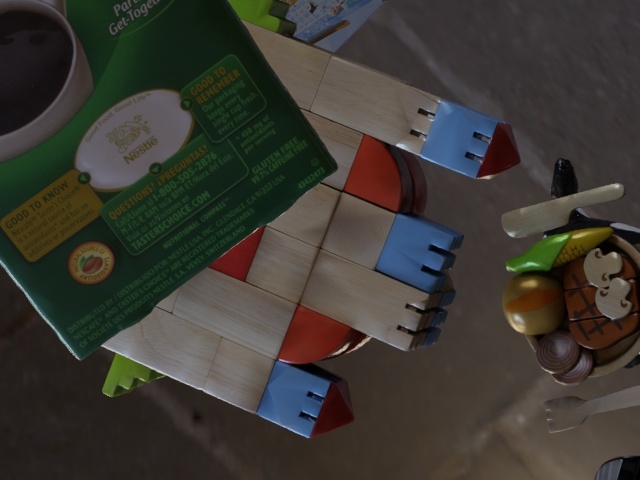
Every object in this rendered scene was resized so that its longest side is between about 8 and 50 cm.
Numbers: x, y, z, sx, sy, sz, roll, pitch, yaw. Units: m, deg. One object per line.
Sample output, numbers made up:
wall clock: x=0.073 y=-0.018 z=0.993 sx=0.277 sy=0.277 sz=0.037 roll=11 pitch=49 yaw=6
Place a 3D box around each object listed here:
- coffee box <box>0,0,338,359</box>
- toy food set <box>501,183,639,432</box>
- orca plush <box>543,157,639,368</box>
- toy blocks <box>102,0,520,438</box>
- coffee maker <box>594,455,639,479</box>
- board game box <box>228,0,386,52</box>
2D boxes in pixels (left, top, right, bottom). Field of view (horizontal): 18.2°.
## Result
coffee box: x=-0.087 y=-0.063 z=0.635 sx=0.113 sy=0.040 sz=0.184 roll=-37 pitch=120 yaw=-2
toy food set: x=0.214 y=0.053 z=1.652 sx=0.132 sy=0.038 sz=0.192 roll=-18 pitch=78 yaw=28
orca plush: x=0.252 y=0.007 z=1.754 sx=0.102 sy=0.287 sz=0.151 roll=32 pitch=112 yaw=-33
toy blocks: x=0.000 y=0.000 z=1.606 sx=0.261 sy=0.191 sz=0.381 roll=23 pitch=97 yaw=14
coffee maker: x=0.282 y=0.264 z=1.594 sx=0.171 sy=0.178 sz=0.120 roll=21 pitch=129 yaw=10
board game box: x=-0.081 y=-0.230 z=1.821 sx=0.318 sy=0.066 sz=0.319 roll=-45 pitch=151 yaw=1
